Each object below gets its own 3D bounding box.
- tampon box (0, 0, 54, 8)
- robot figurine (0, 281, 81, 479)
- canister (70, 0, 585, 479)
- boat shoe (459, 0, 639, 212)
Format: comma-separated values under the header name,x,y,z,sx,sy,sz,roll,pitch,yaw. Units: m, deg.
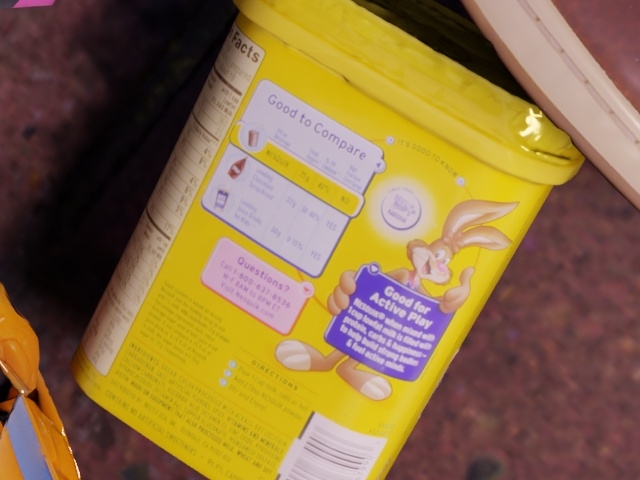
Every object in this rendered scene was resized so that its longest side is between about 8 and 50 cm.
name,x,y,z,sx,sy,sz,roll,pitch,yaw
tampon box,-0.112,-0.167,0.556,0.101,0.120,0.161,38,109,9
robot figurine,-0.127,0.057,0.576,0.085,0.211,0.291,-22,95,-8
canister,0.000,0.000,0.576,0.126,0.073,0.170,32,109,11
boat shoe,0.079,-0.150,0.500,0.123,0.123,0.342,-31,83,22
